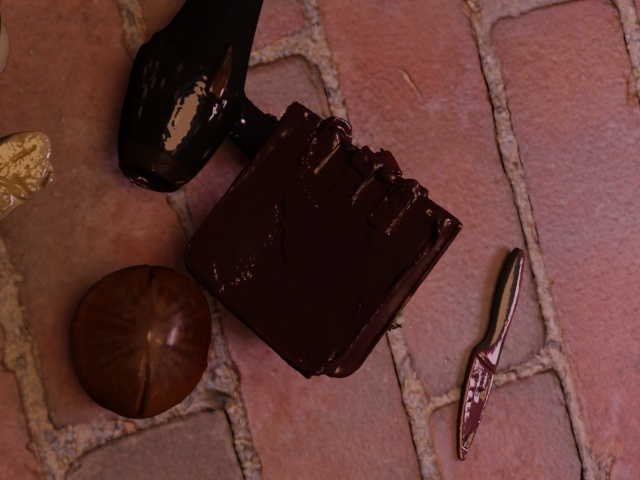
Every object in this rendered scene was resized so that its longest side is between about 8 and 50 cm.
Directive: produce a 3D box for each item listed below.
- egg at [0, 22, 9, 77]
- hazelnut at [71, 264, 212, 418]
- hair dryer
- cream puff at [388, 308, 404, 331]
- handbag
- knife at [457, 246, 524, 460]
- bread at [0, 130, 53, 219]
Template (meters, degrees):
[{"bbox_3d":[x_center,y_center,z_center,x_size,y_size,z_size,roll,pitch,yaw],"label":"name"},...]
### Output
[{"bbox_3d":[-0.330,-0.172,1.463,0.071,0.071,0.083,15,84,-25],"label":"egg"},{"bbox_3d":[-0.164,0.097,1.487,0.150,0.150,0.150,1,87,-26],"label":"hazelnut"},{"bbox_3d":[-0.034,-0.127,1.609,0.359,0.120,0.304,37,63,-31],"label":"hair dryer"},{"bbox_3d":[0.021,0.038,1.595,0.156,0.121,0.156,-3,94,-53],"label":"cream puff"},{"bbox_3d":[0.001,0.001,1.486,0.203,0.074,0.216,38,94,20],"label":"handbag"},{"bbox_3d":[0.187,0.124,1.729,0.035,0.018,0.247,22,79,-26],"label":"knife"},{"bbox_3d":[-0.318,-0.041,1.402,0.139,0.178,0.060,-38,104,-20],"label":"bread"}]
